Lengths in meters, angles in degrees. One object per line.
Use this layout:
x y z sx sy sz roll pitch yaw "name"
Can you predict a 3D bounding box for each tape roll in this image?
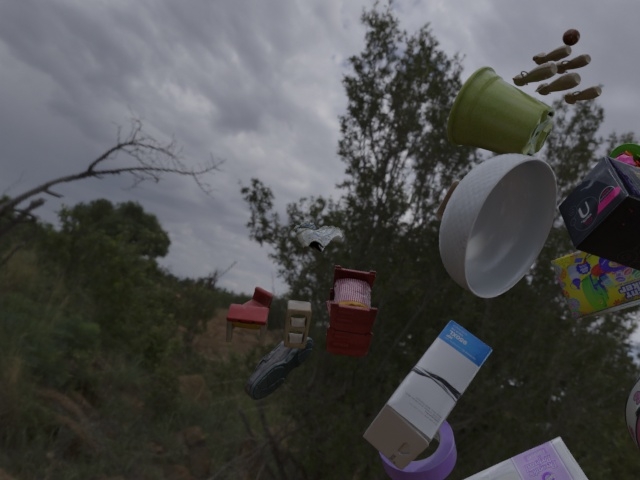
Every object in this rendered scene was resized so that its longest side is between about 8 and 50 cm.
0.350 0.749 2.048 0.274 0.275 0.090 11 -51 40 "tape roll"

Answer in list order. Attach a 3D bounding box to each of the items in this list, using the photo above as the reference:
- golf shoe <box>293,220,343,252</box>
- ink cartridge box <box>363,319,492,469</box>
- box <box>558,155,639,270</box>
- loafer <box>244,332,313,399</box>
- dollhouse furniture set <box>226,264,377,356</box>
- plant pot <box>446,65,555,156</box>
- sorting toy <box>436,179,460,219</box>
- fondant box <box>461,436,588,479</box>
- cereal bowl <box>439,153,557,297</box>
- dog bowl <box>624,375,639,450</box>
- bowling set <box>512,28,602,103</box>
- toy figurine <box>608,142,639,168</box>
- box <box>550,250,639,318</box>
0.000 0.000 1.644 0.176 0.086 0.069 6 -31 -40 "golf shoe"
0.337 0.487 1.786 0.166 0.395 0.285 37 -37 16 "ink cartridge box"
0.690 -0.043 1.216 0.270 0.143 0.165 17 -48 -12 "box"
-0.131 0.360 1.638 0.084 0.096 0.267 21 37 32 "loafer"
-0.045 0.168 1.479 0.374 0.152 0.201 7 27 -2 "dollhouse furniture set"
0.590 -0.382 1.811 0.254 0.276 0.276 34 -1 30 "plant pot"
0.576 -0.126 2.224 0.193 0.038 0.208 21 -40 3 "sorting toy"
0.347 0.485 0.989 0.330 0.238 0.096 58 7 -47 "fondant box"
0.394 -0.045 1.320 0.141 0.339 0.339 30 1 45 "cereal bowl"
1.069 0.529 1.548 0.407 0.408 0.150 14 18 23 "dog bowl"
0.789 -0.575 1.860 0.287 0.200 0.154 16 -9 -27 "bowling set"
1.027 -0.232 1.874 0.173 0.130 0.159 49 39 13 "toy figurine"
0.858 0.093 1.589 0.290 0.177 0.279 -27 -20 33 "box"
